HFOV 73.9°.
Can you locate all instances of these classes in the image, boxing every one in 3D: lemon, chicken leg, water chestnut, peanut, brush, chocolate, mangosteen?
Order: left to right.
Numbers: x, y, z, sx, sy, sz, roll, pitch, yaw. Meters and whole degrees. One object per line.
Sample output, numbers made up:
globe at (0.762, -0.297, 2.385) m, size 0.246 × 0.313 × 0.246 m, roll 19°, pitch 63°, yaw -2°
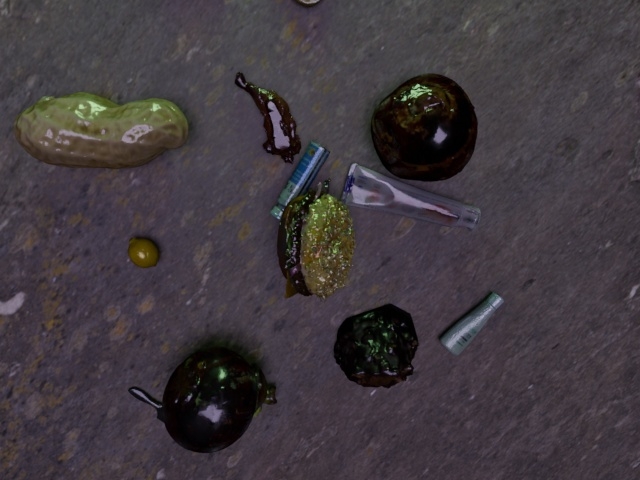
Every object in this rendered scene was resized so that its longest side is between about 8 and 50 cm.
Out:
peanut at (-0.429, -0.220, 0.854) m, size 0.324 × 0.140 × 0.154 m, roll -7°, pitch 89°, yaw -6°
lemon at (-0.401, 0.027, 0.961) m, size 0.062 × 0.062 × 0.083 m, roll -35°, pitch 106°, yaw 4°
brush at (-0.408, 0.431, 1.093) m, size 0.193 × 0.016 × 0.063 m, roll 39°, pitch 97°, yaw -15°
mangosteen at (-0.225, 0.381, 1.012) m, size 0.289 × 0.231 × 0.231 m, roll 30°, pitch 101°, yaw -40°
chicken leg at (-0.106, -0.267, 0.921) m, size 0.089 × 0.048 × 0.219 m, roll -24°, pitch 106°, yaw -3°
chocolate at (0.151, 0.300, 1.039) m, size 0.224 × 0.177 × 0.207 m, roll -18°, pitch 106°, yaw 0°
water chestnut at (0.221, -0.228, 0.904) m, size 0.223 × 0.238 × 0.224 m, roll -4°, pitch 82°, yaw 29°

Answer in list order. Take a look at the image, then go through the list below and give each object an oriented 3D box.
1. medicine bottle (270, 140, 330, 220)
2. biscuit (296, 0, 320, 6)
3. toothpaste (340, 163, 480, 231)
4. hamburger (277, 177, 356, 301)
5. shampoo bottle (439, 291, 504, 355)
medicine bottle at (-0.047, -0.132, 0.963) m, size 0.051 × 0.051 × 0.191 m, roll 31°, pitch 100°, yaw -13°
biscuit at (-0.033, -0.598, 0.849) m, size 0.153 × 0.030 × 0.235 m, roll -7°, pitch 106°, yaw -3°
toothpaste at (0.213, -0.090, 1.000) m, size 0.322 × 0.066 × 0.100 m, roll 15°, pitch 108°, yaw -5°
hamburger at (0.000, 0.000, 0.915) m, size 0.138 × 0.243 × 0.262 m, roll 1°, pitch 109°, yaw 18°
shampoo bottle at (0.400, 0.215, 1.112) m, size 0.069 × 0.041 × 0.191 m, roll 41°, pitch 97°, yaw -9°
